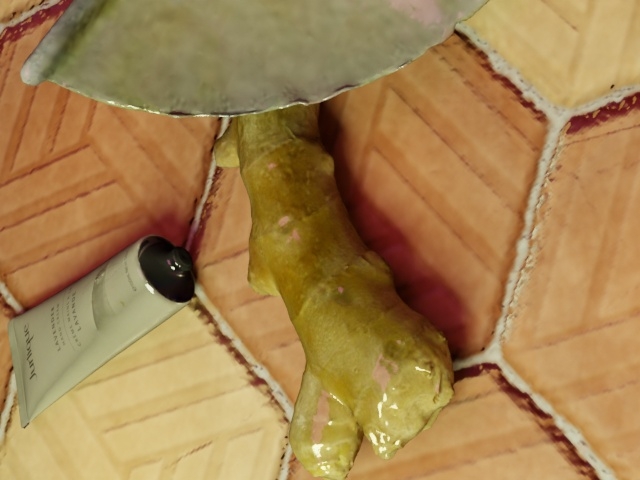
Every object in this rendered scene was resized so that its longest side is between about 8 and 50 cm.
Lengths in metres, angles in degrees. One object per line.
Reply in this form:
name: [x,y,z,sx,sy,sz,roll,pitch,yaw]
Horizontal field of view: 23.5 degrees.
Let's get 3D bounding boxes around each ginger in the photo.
ginger: [0.002,0.001,0.968,0.118,0.065,0.299,-28,60,20]

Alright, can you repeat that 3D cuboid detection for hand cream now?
hand cream: [-0.157,0.054,1.072,0.186,0.054,0.087,-34,57,30]

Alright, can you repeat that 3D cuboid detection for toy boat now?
toy boat: [-0.014,-0.200,0.983,0.276,0.111,0.293,14,82,8]
